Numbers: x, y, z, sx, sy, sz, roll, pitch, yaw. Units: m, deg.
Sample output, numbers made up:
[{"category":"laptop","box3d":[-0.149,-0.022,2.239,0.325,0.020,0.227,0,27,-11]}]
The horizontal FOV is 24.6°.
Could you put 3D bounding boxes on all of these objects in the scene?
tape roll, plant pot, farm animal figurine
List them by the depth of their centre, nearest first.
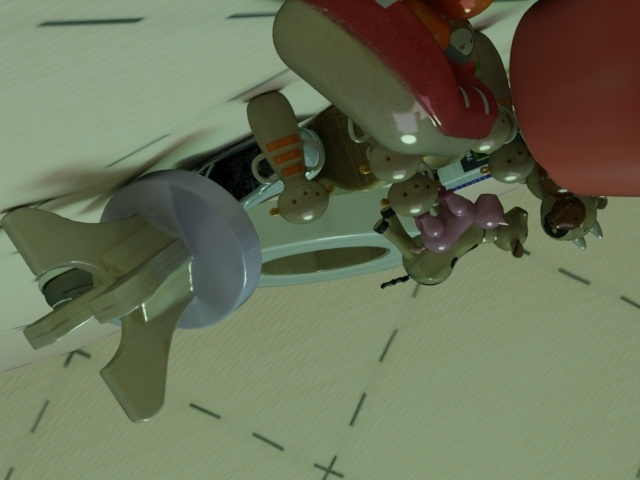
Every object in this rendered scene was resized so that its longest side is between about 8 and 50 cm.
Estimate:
[{"category":"plant pot","box3d":[0.322,-0.156,1.320,0.243,0.275,0.275,-11,-177,43]},{"category":"farm animal figurine","box3d":[0.257,-0.067,1.756,0.330,0.172,0.327,-24,-157,49]},{"category":"tape roll","box3d":[0.000,0.000,2.194,0.391,0.072,0.392,-8,169,-2]}]

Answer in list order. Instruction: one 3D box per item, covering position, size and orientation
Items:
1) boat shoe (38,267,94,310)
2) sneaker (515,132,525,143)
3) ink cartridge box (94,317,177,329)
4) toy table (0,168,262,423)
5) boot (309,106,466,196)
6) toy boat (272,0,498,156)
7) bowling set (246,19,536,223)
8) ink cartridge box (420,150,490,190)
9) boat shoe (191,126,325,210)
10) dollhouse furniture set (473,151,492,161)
[{"category":"boat shoe","box3d":[-0.284,0.055,1.989,0.109,0.091,0.305,-16,173,-42]},{"category":"sneaker","box3d":[0.320,-0.161,2.083,0.163,0.086,0.226,-24,176,9]},{"category":"ink cartridge box","box3d":[-0.262,0.083,2.178,0.127,0.072,0.175,19,161,-17]},{"category":"toy table","box3d":[-0.198,0.042,1.524,0.161,0.252,0.274,-37,177,-34]},{"category":"boot","box3d":[0.090,-0.112,1.635,0.203,0.095,0.262,-17,176,-27]},{"category":"toy boat","box3d":[0.071,-0.153,1.059,0.151,0.151,0.231,-53,166,14]},{"category":"bowling set","box3d":[0.086,-0.108,1.331,0.287,0.154,0.200,-19,175,-15]},{"category":"ink cartridge box","box3d":[0.231,-0.122,2.299,0.332,0.065,0.165,-22,174,8]},{"category":"boat shoe","box3d":[-0.105,-0.062,1.587,0.227,0.079,0.081,-27,163,23]},{"category":"dollhouse furniture set","box3d":[0.214,-0.145,1.993,0.076,0.059,0.151,-21,175,5]}]
